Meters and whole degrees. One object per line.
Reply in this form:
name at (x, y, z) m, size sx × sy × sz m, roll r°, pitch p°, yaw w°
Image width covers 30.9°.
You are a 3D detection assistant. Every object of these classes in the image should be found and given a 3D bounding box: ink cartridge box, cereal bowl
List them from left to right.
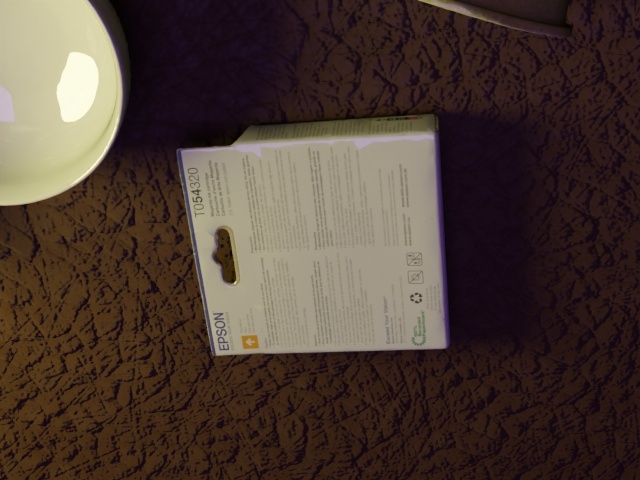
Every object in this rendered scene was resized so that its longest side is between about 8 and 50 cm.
cereal bowl at (-0.386, -0.219, 1.379) m, size 0.339 × 0.141 × 0.339 m, roll 1°, pitch 119°, yaw 2°
ink cartridge box at (0.000, 0.000, 1.526) m, size 0.330 × 0.071 × 0.324 m, roll -2°, pitch 120°, yaw 7°

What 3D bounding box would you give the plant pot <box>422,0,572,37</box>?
plant pot at (0.173, -0.376, 1.216) m, size 0.276 × 0.276 × 0.254 m, roll 16°, pitch 108°, yaw -6°
